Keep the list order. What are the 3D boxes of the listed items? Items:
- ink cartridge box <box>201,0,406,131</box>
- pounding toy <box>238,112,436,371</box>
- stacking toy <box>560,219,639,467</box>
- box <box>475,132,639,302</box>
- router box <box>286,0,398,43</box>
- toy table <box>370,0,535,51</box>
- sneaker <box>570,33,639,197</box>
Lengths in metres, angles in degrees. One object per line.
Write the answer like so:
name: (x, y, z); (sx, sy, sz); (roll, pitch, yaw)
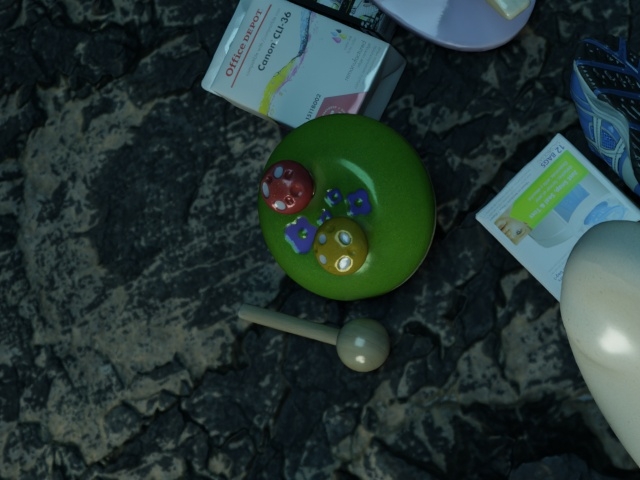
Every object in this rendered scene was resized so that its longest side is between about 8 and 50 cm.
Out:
ink cartridge box: (-0.029, -0.173, 1.968); (0.198, 0.067, 0.115); (25, 89, 22)
pounding toy: (0.000, 0.000, 1.864); (0.183, 0.110, 0.237); (19, 105, 21)
stacking toy: (0.471, 0.028, 1.615); (0.480, 0.351, 0.350); (-34, 67, -16)
box: (0.260, 0.017, 1.803); (0.114, 0.103, 0.203); (-45, 68, 6)
router box: (0.044, -0.304, 1.982); (0.133, 0.046, 0.179); (24, 87, 23)
toy table: (0.100, -0.307, 1.859); (0.274, 0.161, 0.252); (40, 88, 2)
sneaker: (0.300, -0.091, 1.827); (0.080, 0.081, 0.211); (-19, 68, -17)
